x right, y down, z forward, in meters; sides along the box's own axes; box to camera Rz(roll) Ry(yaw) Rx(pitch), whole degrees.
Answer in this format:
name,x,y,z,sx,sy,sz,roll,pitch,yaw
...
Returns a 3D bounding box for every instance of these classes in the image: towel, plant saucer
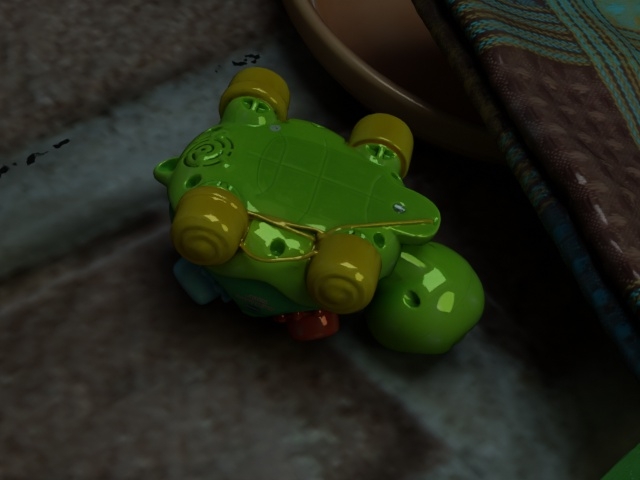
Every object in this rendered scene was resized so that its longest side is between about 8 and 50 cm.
name,x,y,z,sx,sy,sz,roll,pitch,yaw
towel,0.220,-0.042,0.742,0.370,0.040,0.271,1,47,-35
plant saucer,0.073,-0.099,0.788,0.200,0.037,0.200,11,45,-12

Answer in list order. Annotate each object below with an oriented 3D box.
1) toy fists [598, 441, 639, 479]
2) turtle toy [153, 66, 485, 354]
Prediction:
name,x,y,z,sx,sy,sz,roll,pitch,yaw
toy fists,0.096,0.168,0.490,0.142,0.096,0.279,27,40,28
turtle toy,0.000,0.000,0.638,0.130,0.066,0.095,21,43,-2
